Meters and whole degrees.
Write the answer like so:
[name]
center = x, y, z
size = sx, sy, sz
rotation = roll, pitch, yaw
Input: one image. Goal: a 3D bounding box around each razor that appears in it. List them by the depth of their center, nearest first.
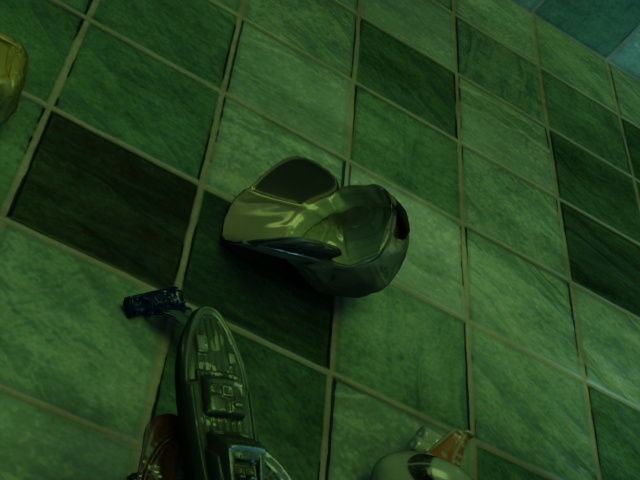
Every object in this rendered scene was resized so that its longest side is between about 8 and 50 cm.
[razor]
center = -0.132, 0.186, 1.435
size = 0.093, 0.056, 0.324
rotation = -10, 59, -49

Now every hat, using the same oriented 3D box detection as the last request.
[hat]
center = -0.008, -0.003, 1.677
size = 0.275, 0.161, 0.232
rotation = 7, 31, -6

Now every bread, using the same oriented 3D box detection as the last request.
[bread]
center = -0.507, -0.235, 1.493
size = 0.236, 0.106, 0.140
rotation = 22, 41, -23

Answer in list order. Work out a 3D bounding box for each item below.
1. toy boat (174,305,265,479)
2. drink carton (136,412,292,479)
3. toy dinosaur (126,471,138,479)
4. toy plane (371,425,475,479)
[toy boat]
center = -0.098, 0.175, 1.123
size = 0.078, 0.085, 0.260
rotation = 14, 47, -32
[drink carton]
center = -0.143, 0.323, 1.164
size = 0.191, 0.189, 0.185
rotation = 25, 38, -22
[toy dinosaur]
center = -0.156, 0.282, 1.311
size = 0.154, 0.055, 0.049
rotation = 11, 42, -31
[toy plane]
center = 0.178, 0.346, 1.494
size = 0.245, 0.117, 0.244
rotation = 24, 41, -22
